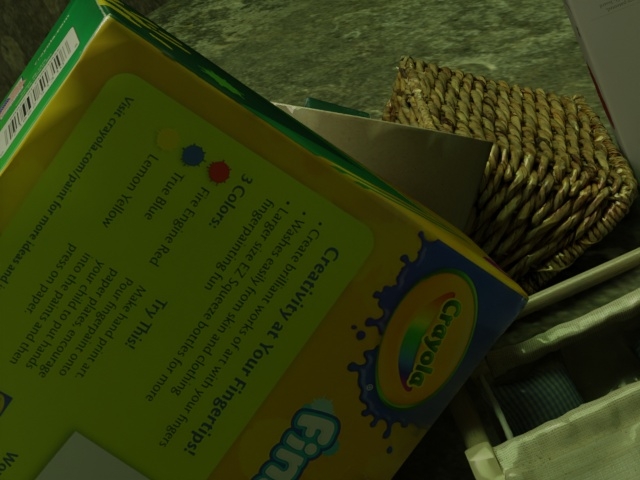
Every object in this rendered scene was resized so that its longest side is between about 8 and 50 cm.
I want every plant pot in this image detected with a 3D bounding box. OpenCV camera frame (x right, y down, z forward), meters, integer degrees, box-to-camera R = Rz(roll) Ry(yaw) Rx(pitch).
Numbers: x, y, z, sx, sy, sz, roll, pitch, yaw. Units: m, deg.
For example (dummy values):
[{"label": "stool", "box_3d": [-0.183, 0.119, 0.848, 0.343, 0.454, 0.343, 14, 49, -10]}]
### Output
[{"label": "plant pot", "box_3d": [-0.003, 0.026, 1.338, 0.256, 0.274, 0.256, 11, 4, -1]}]

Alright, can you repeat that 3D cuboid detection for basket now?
[{"label": "basket", "box_3d": [0.171, -0.036, 1.603, 0.223, 0.213, 0.299, 13, 21, -9]}]

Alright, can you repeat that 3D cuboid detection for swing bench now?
[{"label": "swing bench", "box_3d": [0.236, 0.135, 1.138, 0.253, 0.165, 0.255, -25, 23, 3]}]

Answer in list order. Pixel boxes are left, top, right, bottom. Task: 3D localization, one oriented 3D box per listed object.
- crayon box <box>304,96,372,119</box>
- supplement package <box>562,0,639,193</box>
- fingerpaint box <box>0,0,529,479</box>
[{"label": "crayon box", "box_3d": [0.000, 0.000, 1.630, 0.083, 0.203, 0.323, 14, 22, -10]}, {"label": "supplement package", "box_3d": [0.355, -0.207, 1.575, 0.175, 0.293, 0.177, -22, 23, 10]}, {"label": "fingerpaint box", "box_3d": [-0.136, 0.101, 1.135, 0.445, 0.371, 0.163, -55, 21, 8]}]
